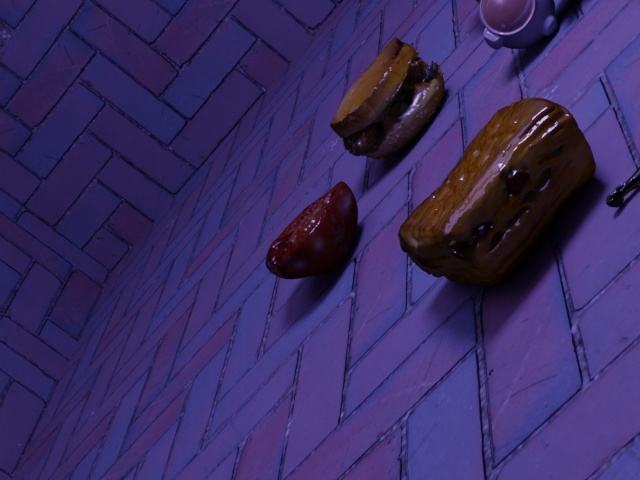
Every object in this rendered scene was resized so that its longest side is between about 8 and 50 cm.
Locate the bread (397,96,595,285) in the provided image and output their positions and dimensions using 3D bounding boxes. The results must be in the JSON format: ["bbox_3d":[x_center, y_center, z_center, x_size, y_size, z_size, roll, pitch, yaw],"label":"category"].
[{"bbox_3d":[0.185,-0.045,1.380,0.210,0.099,0.235,-51,7,-3],"label":"bread"}]

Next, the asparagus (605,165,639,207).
[{"bbox_3d":[0.304,-0.078,1.215,0.127,0.018,0.015,-50,-22,9],"label":"asparagus"}]

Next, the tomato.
[{"bbox_3d":[-0.006,0.006,1.935,0.166,0.082,0.174,-38,14,34],"label":"tomato"}]

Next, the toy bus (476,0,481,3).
[{"bbox_3d":[0.307,-0.480,2.064,0.262,0.128,0.150,-45,15,29],"label":"toy bus"}]

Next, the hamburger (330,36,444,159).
[{"bbox_3d":[0.102,-0.205,2.058,0.191,0.118,0.182,-54,9,-23],"label":"hamburger"}]

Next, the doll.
[{"bbox_3d":[0.309,-0.378,1.782,0.287,0.151,0.151,-56,12,11],"label":"doll"}]
